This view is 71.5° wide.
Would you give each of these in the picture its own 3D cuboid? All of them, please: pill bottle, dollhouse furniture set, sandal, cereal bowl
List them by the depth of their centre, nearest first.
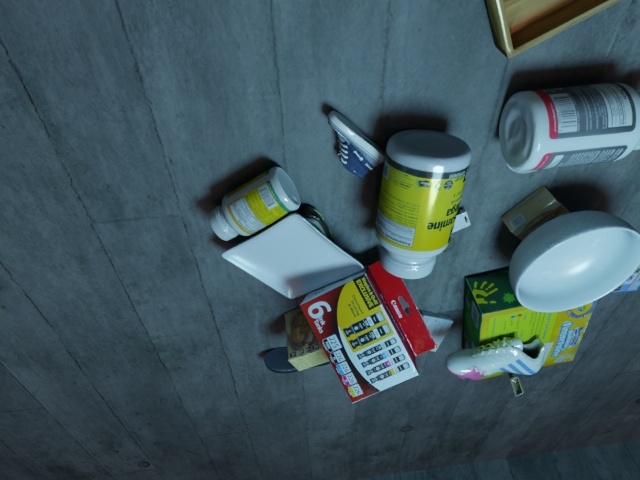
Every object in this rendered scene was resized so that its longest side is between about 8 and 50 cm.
[{"bbox_3d":[0.589,-0.257,0.997,0.319,0.176,0.176,-6,134,-3],"label":"pill bottle"},{"bbox_3d":[0.233,-0.079,1.070,0.188,0.188,0.334,-2,125,-8],"label":"pill bottle"},{"bbox_3d":[-0.163,-0.082,1.079,0.208,0.117,0.117,-28,132,16],"label":"pill bottle"},{"bbox_3d":[0.681,0.043,1.232,0.339,0.141,0.339,-6,134,-6],"label":"cereal bowl"},{"bbox_3d":[0.668,0.464,1.528,0.081,0.114,0.091,24,130,-23],"label":"dollhouse furniture set"},{"bbox_3d":[-0.077,0.438,1.611,0.255,0.097,0.054,-2,134,-9],"label":"sandal"}]

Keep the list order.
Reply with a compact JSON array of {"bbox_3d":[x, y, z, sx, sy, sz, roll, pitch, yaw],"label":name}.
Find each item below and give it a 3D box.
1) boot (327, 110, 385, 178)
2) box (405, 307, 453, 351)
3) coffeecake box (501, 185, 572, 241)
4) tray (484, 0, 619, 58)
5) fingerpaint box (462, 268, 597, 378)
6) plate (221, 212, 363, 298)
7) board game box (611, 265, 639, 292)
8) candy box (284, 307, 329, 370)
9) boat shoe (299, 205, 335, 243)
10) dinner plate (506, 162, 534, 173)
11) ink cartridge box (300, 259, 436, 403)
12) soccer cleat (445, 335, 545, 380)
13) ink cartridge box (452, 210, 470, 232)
[{"bbox_3d":[0.066,-0.213,1.024,0.190,0.069,0.086,32,119,-35],"label":"boot"},{"bbox_3d":[0.363,0.322,1.590,0.186,0.038,0.145,14,114,-21],"label":"box"},{"bbox_3d":[0.641,-0.051,1.281,0.185,0.068,0.142,28,123,-32],"label":"coffeecake box"},{"bbox_3d":[0.503,-0.529,0.793,0.411,0.076,0.203,-25,132,14],"label":"tray"},{"bbox_3d":[0.702,0.280,1.545,0.371,0.163,0.445,-13,135,4],"label":"fingerpaint box"},{"bbox_3d":[-0.071,0.043,1.185,0.278,0.045,0.277,-26,132,33],"label":"plate"},{"bbox_3d":[1.021,0.118,1.530,0.212,0.039,0.160,-4,134,-6],"label":"board game box"},{"bbox_3d":[0.047,0.272,1.411,0.316,0.183,0.087,-22,134,12],"label":"candy box"},{"bbox_3d":[0.000,0.000,1.219,0.081,0.068,0.227,-11,138,13],"label":"boat shoe"},{"bbox_3d":[0.547,-0.226,1.133,0.141,0.017,0.141,-4,133,-4],"label":"dinner plate"},{"bbox_3d":[0.139,0.239,1.230,0.272,0.130,0.309,-28,93,11],"label":"ink cartridge box"},{"bbox_3d":[0.564,0.364,1.431,0.331,0.116,0.143,2,119,-12],"label":"soccer cleat"},{"bbox_3d":[0.362,-0.049,1.263,0.115,0.029,0.063,-23,133,11],"label":"ink cartridge box"}]
